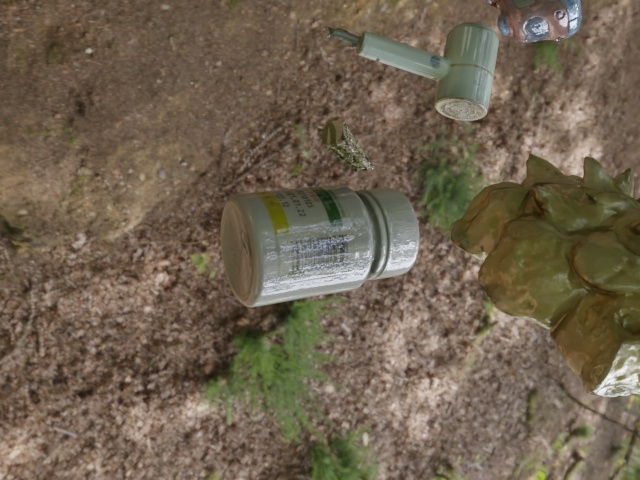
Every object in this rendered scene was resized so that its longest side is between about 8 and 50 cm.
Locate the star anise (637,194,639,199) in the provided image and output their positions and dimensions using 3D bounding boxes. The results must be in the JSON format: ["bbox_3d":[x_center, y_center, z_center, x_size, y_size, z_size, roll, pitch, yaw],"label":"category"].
[{"bbox_3d":[0.479,0.017,0.955,0.088,0.288,0.288,37,73,-20],"label":"star anise"}]

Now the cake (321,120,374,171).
[{"bbox_3d":[0.055,-0.167,1.313,0.140,0.051,0.055,48,45,-40],"label":"cake"}]

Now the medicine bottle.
[{"bbox_3d":[0.000,0.000,1.291,0.339,0.208,0.208,-8,110,-26],"label":"medicine bottle"}]

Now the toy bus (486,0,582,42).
[{"bbox_3d":[0.583,-0.680,1.884,0.197,0.232,0.294,37,34,-66],"label":"toy bus"}]

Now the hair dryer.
[{"bbox_3d":[0.175,-0.368,1.329,0.357,0.107,0.173,15,77,-15],"label":"hair dryer"}]

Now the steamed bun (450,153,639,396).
[{"bbox_3d":[0.266,0.028,0.579,0.137,0.292,0.295,-58,166,20],"label":"steamed bun"}]
